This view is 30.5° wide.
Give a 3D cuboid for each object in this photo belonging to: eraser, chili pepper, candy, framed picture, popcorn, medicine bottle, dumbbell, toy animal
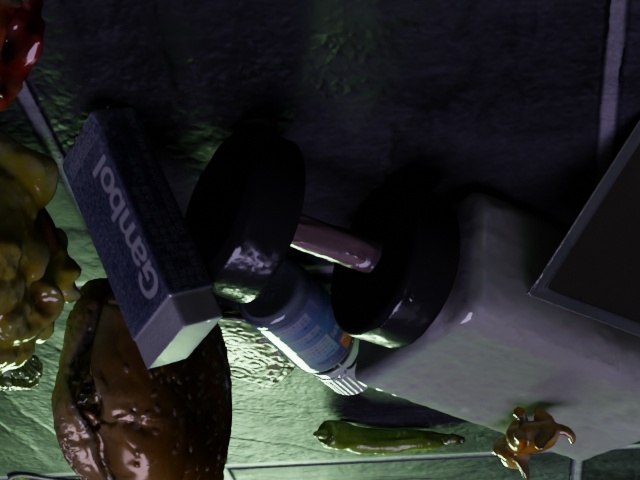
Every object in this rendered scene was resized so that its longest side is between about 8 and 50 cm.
[{"bbox_3d":[-0.156,-0.004,1.014,0.046,0.212,0.092,-12,158,-36],"label":"eraser"},{"bbox_3d":[0.084,0.263,1.556,0.208,0.043,0.049,5,121,-15],"label":"chili pepper"},{"bbox_3d":[0.222,0.102,1.216,0.358,0.145,0.208,24,140,-29],"label":"candy"},{"bbox_3d":[0.339,0.006,1.108,0.252,0.014,0.197,20,110,-26],"label":"framed picture"},{"bbox_3d":[-0.318,0.021,1.075,0.181,0.217,0.235,17,159,24],"label":"popcorn"},{"bbox_3d":[-0.007,0.099,1.270,0.083,0.083,0.203,-15,143,22],"label":"medicine bottle"},{"bbox_3d":[0.000,0.000,1.059,0.218,0.152,0.152,18,142,-24],"label":"dumbbell"},{"bbox_3d":[0.216,0.209,1.200,0.081,0.060,0.083,1,138,5],"label":"toy animal"}]

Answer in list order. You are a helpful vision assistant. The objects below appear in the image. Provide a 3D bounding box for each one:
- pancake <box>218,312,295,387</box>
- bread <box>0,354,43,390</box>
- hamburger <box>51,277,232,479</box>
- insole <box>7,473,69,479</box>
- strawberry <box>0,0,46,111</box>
[{"bbox_3d":[-0.116,0.131,1.377,0.184,0.020,0.190,-11,143,16],"label":"pancake"},{"bbox_3d":[-0.436,0.131,1.271,0.207,0.056,0.286,3,170,15],"label":"bread"},{"bbox_3d":[-0.177,0.160,1.209,0.146,0.243,0.286,-3,113,13],"label":"hamburger"},{"bbox_3d":[-0.365,0.368,1.745,0.197,0.004,0.065,13,144,-19],"label":"insole"},{"bbox_3d":[-0.354,-0.185,0.726,0.351,0.267,0.312,16,157,22],"label":"strawberry"}]
